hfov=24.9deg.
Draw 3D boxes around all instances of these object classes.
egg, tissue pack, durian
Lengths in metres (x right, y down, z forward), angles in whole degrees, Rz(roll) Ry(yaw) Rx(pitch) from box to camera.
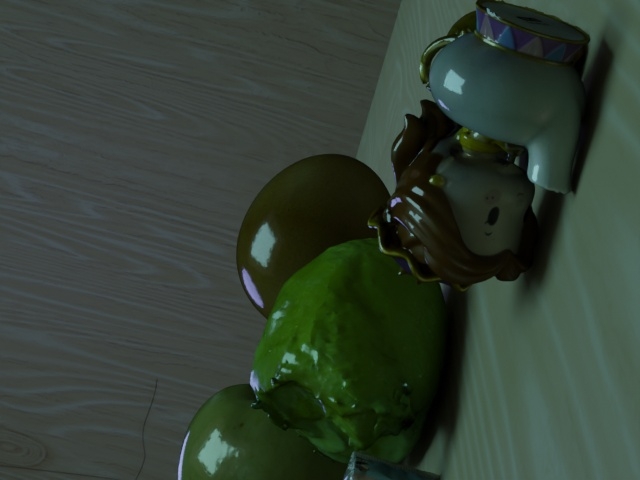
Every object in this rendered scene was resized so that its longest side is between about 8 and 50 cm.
[{"bbox_3d":[0.000,0.000,2.295,0.250,0.250,0.322,109,-178,-51],"label":"egg"},{"bbox_3d":[0.065,0.257,1.438,0.059,0.094,0.074,-83,10,-71],"label":"tissue pack"},{"bbox_3d":[0.039,0.119,1.606,0.255,0.204,0.339,91,-171,-48],"label":"durian"}]

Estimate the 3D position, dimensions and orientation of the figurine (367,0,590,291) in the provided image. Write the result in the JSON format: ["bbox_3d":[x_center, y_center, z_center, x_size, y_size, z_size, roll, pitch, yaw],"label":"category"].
[{"bbox_3d":[0.137,-0.070,1.253,0.189,0.142,0.263,40,119,42],"label":"figurine"}]

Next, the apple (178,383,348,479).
[{"bbox_3d":[-0.044,0.291,1.777,0.262,0.262,0.262,-165,90,-86],"label":"apple"}]

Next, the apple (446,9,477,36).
[{"bbox_3d":[0.181,-0.211,1.607,0.074,0.090,0.089,-121,43,-60],"label":"apple"}]

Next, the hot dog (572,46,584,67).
[{"bbox_3d":[0.211,-0.165,1.351,0.144,0.038,0.062,-113,37,-85],"label":"hot dog"}]

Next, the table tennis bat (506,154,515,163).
[{"bbox_3d":[0.183,-0.124,1.459,0.246,0.022,0.138,90,-178,-68],"label":"table tennis bat"}]
